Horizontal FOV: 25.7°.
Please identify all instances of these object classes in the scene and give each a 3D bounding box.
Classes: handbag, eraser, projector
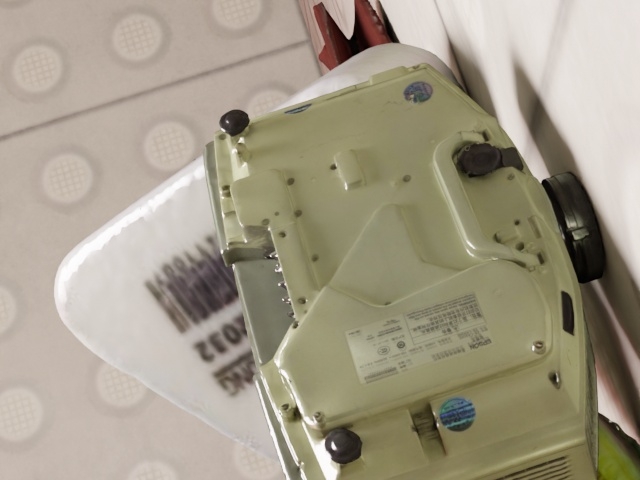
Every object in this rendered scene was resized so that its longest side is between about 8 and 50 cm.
[{"bbox_3d":[0.075,-0.086,1.444,0.275,0.084,0.260,-107,-3,-47],"label":"handbag"},{"bbox_3d":[0.000,0.000,1.040,0.150,0.331,0.331,-43,-62,-66],"label":"eraser"},{"bbox_3d":[0.050,0.019,0.747,0.088,0.193,0.269,72,180,-51],"label":"projector"}]

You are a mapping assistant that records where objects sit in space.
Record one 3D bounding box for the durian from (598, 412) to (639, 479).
[{"bbox_3d":[0.068,0.059,0.847,0.375,0.132,0.106,36,145,44],"label":"durian"}]
